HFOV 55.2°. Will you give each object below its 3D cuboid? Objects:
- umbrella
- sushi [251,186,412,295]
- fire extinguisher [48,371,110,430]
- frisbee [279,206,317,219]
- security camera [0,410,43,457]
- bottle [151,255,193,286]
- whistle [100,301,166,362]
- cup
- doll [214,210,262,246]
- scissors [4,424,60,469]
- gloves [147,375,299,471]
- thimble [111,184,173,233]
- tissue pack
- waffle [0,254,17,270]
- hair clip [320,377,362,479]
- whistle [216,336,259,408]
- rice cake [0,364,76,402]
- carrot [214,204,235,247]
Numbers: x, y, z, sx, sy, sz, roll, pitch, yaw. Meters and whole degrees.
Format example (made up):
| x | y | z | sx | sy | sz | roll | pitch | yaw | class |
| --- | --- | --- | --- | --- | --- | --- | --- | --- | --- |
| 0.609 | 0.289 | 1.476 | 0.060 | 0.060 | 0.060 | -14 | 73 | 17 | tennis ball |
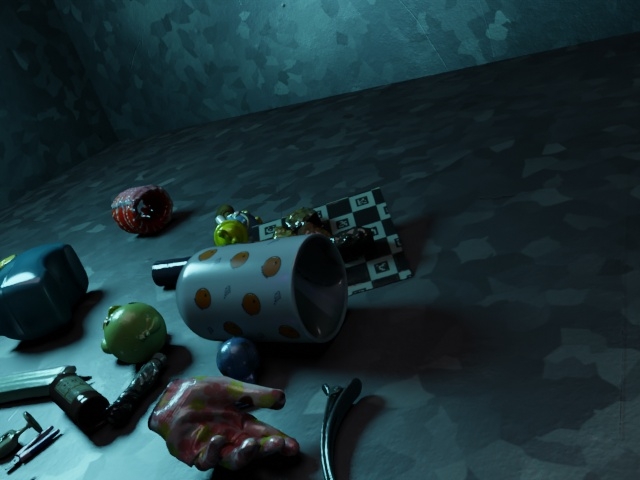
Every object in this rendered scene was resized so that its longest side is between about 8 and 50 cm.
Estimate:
| x | y | z | sx | sy | sz | roll | pitch | yaw | class |
| --- | --- | --- | --- | --- | --- | --- | --- | --- | --- |
| -0.364 | 0.297 | 1.231 | 0.050 | 0.046 | 0.188 | 9 | 30 | 15 | umbrella |
| 0.000 | 0.000 | 1.450 | 0.359 | 0.064 | 0.343 | -16 | 41 | 5 | sushi |
| -0.495 | 0.317 | 1.263 | 0.099 | 0.071 | 0.231 | -5 | 10 | -39 | fire extinguisher |
| -0.061 | -0.057 | 1.766 | 0.192 | 0.035 | 0.192 | -17 | 23 | 7 | frisbee |
| -0.607 | 0.388 | 1.212 | 0.092 | 0.058 | 0.058 | -39 | 29 | -20 | security camera |
| -0.334 | 0.078 | 1.637 | 0.244 | 0.072 | 0.082 | -9 | 61 | 22 | bottle |
| -0.448 | 0.194 | 1.398 | 0.141 | 0.141 | 0.294 | -35 | 27 | -31 | whistle |
| -0.132 | 0.106 | 1.259 | 0.317 | 0.212 | 0.212 | -6 | 27 | 29 | cup |
| -0.228 | -0.023 | 1.701 | 0.099 | 0.135 | 0.241 | -29 | 6 | 10 | doll |
| -0.559 | 0.401 | 1.185 | 0.039 | 0.012 | 0.113 | 4 | 33 | 42 | scissors |
| -0.147 | 0.302 | 0.979 | 0.241 | 0.126 | 0.145 | 22 | 32 | 14 | gloves |
| -0.612 | -0.107 | 2.126 | 0.125 | 0.163 | 0.189 | -2 | 15 | 34 | thimble |
| -0.786 | 0.139 | 1.684 | 0.206 | 0.198 | 0.287 | -17 | 26 | 1 | tissue pack |
| -0.975 | 0.157 | 1.834 | 0.211 | 0.160 | 0.055 | -28 | 26 | -20 | waffle |
| 0.022 | 0.305 | 0.944 | 0.070 | 0.039 | 0.229 | -13 | 29 | 15 | hair clip |
| -0.156 | 0.235 | 1.154 | 0.090 | 0.090 | 0.158 | -18 | 23 | 3 | whistle |
| -0.666 | 0.326 | 1.391 | 0.222 | 0.042 | 0.080 | -13 | 26 | 16 | rice cake |
| -0.290 | -0.032 | 1.852 | 0.070 | 0.070 | 0.342 | -18 | 25 | 2 | carrot |
